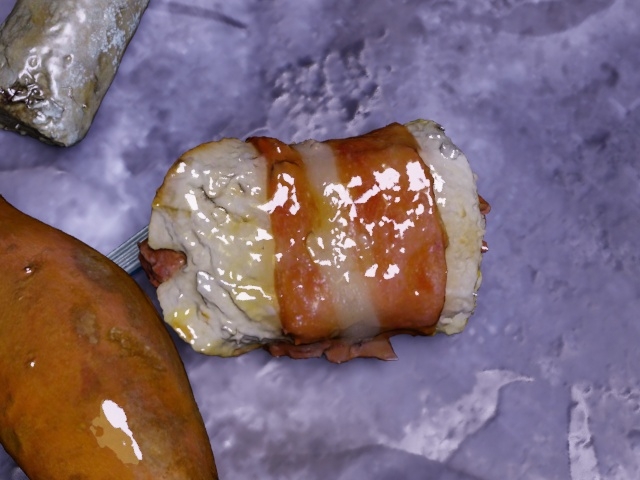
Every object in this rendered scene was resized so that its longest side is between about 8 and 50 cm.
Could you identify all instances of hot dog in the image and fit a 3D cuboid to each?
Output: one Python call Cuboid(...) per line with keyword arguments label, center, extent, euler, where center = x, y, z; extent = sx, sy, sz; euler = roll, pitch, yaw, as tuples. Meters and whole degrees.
Cuboid(label="hot dog", center=(0.000, 0.000, 0.593), extent=(0.213, 0.103, 0.146), euler=(0, 98, -13))

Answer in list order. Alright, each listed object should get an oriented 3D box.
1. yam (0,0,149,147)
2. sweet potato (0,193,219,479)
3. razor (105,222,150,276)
Cuboid(label="yam", center=(-0.148, -0.145, 0.626), extent=(0.078, 0.078, 0.179), euler=(25, 78, 1))
Cuboid(label="sweet potato", center=(-0.134, 0.057, 0.525), extent=(0.112, 0.112, 0.359), euler=(-37, 74, -9))
Cuboid(label="razor", center=(-0.135, 0.019, 0.614), extent=(0.191, 0.037, 0.068), euler=(-35, 73, -8))
